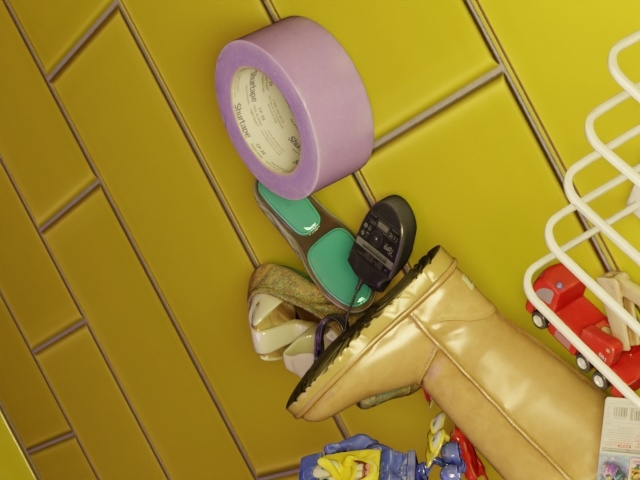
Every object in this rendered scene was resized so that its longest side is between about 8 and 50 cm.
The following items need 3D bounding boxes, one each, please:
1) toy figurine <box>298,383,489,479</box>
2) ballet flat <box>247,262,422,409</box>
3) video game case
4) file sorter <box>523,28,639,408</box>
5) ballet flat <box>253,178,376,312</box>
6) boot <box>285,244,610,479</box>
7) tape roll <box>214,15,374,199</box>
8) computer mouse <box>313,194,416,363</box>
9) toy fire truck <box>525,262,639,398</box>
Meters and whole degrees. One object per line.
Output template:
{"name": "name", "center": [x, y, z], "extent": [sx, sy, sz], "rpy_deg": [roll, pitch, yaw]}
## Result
{"name": "toy figurine", "center": [0.055, 0.305, 1.723], "extent": [0.362, 0.217, 0.191], "rpy_deg": [-81, -26, -58]}
{"name": "ballet flat", "center": [-0.015, 0.114, 1.961], "extent": [0.348, 0.123, 0.123], "rpy_deg": [23, 133, 50]}
{"name": "video game case", "center": [0.321, 0.217, 1.469], "extent": [0.157, 0.019, 0.143], "rpy_deg": [1, 78, 37]}
{"name": "file sorter", "center": [0.296, -0.028, 1.269], "extent": [0.193, 0.173, 0.278], "rpy_deg": [46, 147, 26]}
{"name": "ballet flat", "center": [0.000, 0.000, 1.907], "extent": [0.213, 0.072, 0.068], "rpy_deg": [52, 177, 19]}
{"name": "boot", "center": [0.135, 0.172, 1.591], "extent": [0.269, 0.236, 0.089], "rpy_deg": [45, -167, -5]}
{"name": "tape roll", "center": [-0.030, -0.145, 1.799], "extent": [0.189, 0.080, 0.189], "rpy_deg": [39, 145, 35]}
{"name": "computer mouse", "center": [0.051, 0.058, 1.803], "extent": [0.071, 0.041, 0.242], "rpy_deg": [42, 120, 35]}
{"name": "toy fire truck", "center": [0.277, 0.075, 1.519], "extent": [0.192, 0.047, 0.135], "rpy_deg": [47, 148, 28]}
